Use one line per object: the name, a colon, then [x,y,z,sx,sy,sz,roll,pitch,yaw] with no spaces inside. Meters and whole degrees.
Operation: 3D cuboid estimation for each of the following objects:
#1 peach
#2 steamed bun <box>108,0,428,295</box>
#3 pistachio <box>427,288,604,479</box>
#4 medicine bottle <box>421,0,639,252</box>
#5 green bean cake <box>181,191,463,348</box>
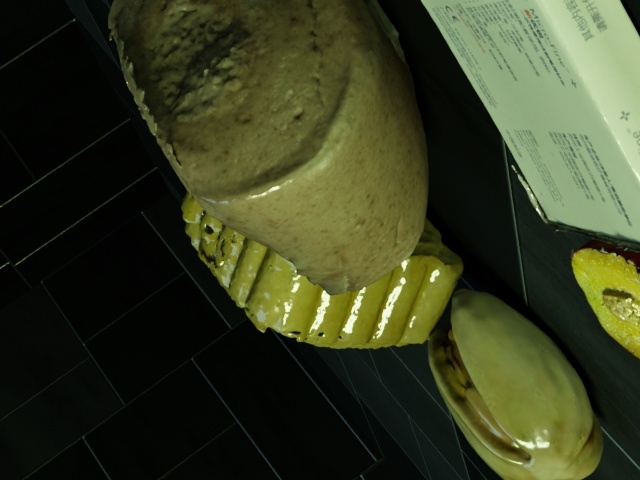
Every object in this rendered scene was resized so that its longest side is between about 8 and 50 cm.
peach: [0.208,0.028,0.815,0.098,0.061,0.098,41,157,22]
steamed bun: [-0.020,-0.123,1.066,0.251,0.199,0.301,38,-164,-53]
pistachio: [0.180,0.136,1.216,0.129,0.131,0.206,-57,51,33]
medicine bottle: [0.138,-0.090,0.767,0.201,0.052,0.171,57,171,-13]
green bean cake: [0.000,0.000,1.290,0.229,0.131,0.224,7,-152,-35]
